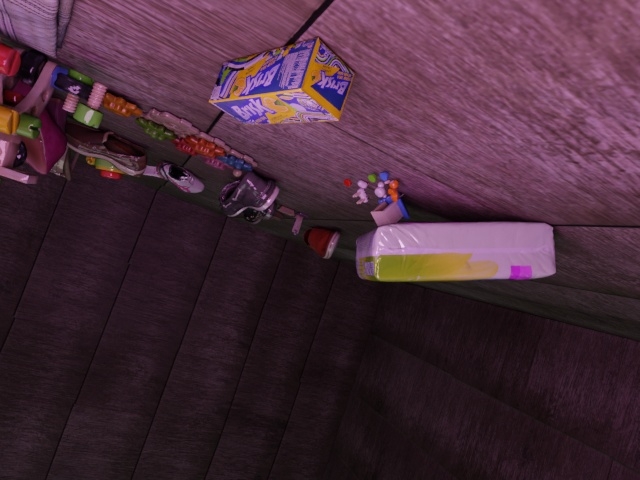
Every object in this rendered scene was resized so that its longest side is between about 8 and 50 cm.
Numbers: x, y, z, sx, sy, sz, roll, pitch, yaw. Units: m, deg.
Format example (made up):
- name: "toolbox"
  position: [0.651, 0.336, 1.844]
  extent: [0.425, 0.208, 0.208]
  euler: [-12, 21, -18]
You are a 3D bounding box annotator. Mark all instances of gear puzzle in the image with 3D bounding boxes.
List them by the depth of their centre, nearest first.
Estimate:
- name: "gear puzzle"
  position: [-0.301, -0.215, 0.876]
  extent: [0.175, 0.044, 0.338]
  euler: [14, 173, 44]

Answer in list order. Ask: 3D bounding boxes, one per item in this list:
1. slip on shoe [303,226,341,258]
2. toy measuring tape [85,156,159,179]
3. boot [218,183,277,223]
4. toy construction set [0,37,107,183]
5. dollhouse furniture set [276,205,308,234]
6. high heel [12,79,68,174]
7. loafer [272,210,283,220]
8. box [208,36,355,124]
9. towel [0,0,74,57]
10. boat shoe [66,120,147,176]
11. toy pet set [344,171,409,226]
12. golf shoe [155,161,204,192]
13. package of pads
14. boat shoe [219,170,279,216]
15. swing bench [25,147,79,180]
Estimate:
- name: "slip on shoe"
  position: [0.000, 0.000, 1.702]
  extent: [0.101, 0.123, 0.331]
  euler: [24, 179, -15]
- name: "toy measuring tape"
  position: [-0.660, -0.259, 1.445]
  extent: [0.329, 0.122, 0.121]
  euler: [11, 175, 0]
- name: "boot"
  position: [-0.274, -0.132, 1.469]
  extent: [0.178, 0.085, 0.236]
  euler: [24, 167, -27]
- name: "toy construction set"
  position: [-0.517, -0.190, 0.588]
  extent: [0.308, 0.237, 0.257]
  euler: [19, -170, -42]
- name: "dollhouse furniture set"
  position: [-0.121, -0.072, 1.523]
  extent: [0.114, 0.081, 0.091]
  euler: [21, 174, -24]
- name: "high heel"
  position: [-0.665, -0.264, 0.888]
  extent: [0.127, 0.182, 0.377]
  euler: [10, 176, 2]
- name: "loafer"
  position: [-0.215, -0.106, 1.694]
  extent: [0.148, 0.050, 0.056]
  euler: [24, 173, -42]
- name: "box"
  position: [-0.048, -0.163, 0.446]
  extent: [0.168, 0.054, 0.059]
  euler: [15, 173, 45]
- name: "towel"
  position: [-0.409, -0.294, 0.390]
  extent: [0.312, 0.056, 0.324]
  euler: [23, 173, -34]
- name: "boat shoe"
  position: [-0.630, -0.289, 1.214]
  extent: [0.257, 0.095, 0.095]
  euler: [24, 140, -22]
- name: "toy pet set"
  position: [0.121, -0.085, 0.755]
  extent: [0.122, 0.065, 0.114]
  euler: [5, 131, 59]
- name: "golf shoe"
  position: [-0.475, -0.211, 1.447]
  extent: [0.085, 0.068, 0.186]
  euler: [13, 172, 39]
- name: "package of pads"
  position: [0.221, 0.024, 0.761]
  extent: [0.296, 0.101, 0.229]
  euler: [0, 176, -4]
- name: "boat shoe"
  position: [-0.223, -0.138, 1.159]
  extent: [0.095, 0.112, 0.335]
  euler: [41, 160, -25]
- name: "swing bench"
  position: [-0.970, -0.337, 1.405]
  extent: [0.253, 0.165, 0.254]
  euler: [22, 174, -20]
